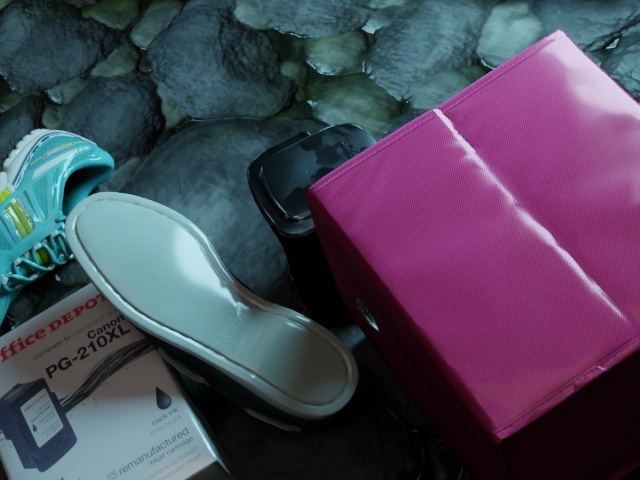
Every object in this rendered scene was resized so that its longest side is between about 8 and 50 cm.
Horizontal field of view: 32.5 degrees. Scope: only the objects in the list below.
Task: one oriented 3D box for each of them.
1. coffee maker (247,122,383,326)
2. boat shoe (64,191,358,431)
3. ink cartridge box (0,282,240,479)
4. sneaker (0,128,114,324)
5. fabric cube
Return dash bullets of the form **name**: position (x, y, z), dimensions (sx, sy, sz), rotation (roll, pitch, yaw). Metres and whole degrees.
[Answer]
- **coffee maker**: position (0.000, 0.000, 1.017), dimensions (0.120, 0.178, 0.171), rotation (32, 72, 31)
- **boat shoe**: position (-0.106, 0.073, 0.995), dimensions (0.302, 0.091, 0.114), rotation (39, 62, 9)
- **ink cartridge box**: position (-0.203, 0.171, 1.015), dimensions (0.172, 0.100, 0.237), rotation (-31, 56, -6)
- **sneaker**: position (-0.310, -0.002, 1.159), dimensions (0.110, 0.107, 0.275), rotation (16, 64, 13)
- **fabric cube**: position (0.180, 0.044, 0.896), dimensions (0.259, 0.254, 0.258), rotation (-32, 58, -6)
